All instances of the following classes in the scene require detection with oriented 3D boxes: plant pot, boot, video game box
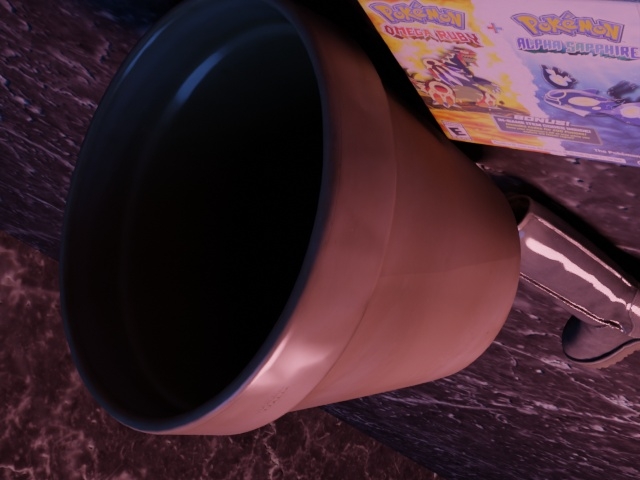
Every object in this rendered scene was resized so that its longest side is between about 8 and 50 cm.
[{"bbox_3d":[0.000,0.000,0.825,0.280,0.323,0.323,16,172,-39],"label":"plant pot"},{"bbox_3d":[0.220,0.043,0.994,0.208,0.076,0.189,21,151,-17],"label":"boot"},{"bbox_3d":[0.144,-0.113,0.654,0.205,0.048,0.187,12,158,33],"label":"video game box"}]
